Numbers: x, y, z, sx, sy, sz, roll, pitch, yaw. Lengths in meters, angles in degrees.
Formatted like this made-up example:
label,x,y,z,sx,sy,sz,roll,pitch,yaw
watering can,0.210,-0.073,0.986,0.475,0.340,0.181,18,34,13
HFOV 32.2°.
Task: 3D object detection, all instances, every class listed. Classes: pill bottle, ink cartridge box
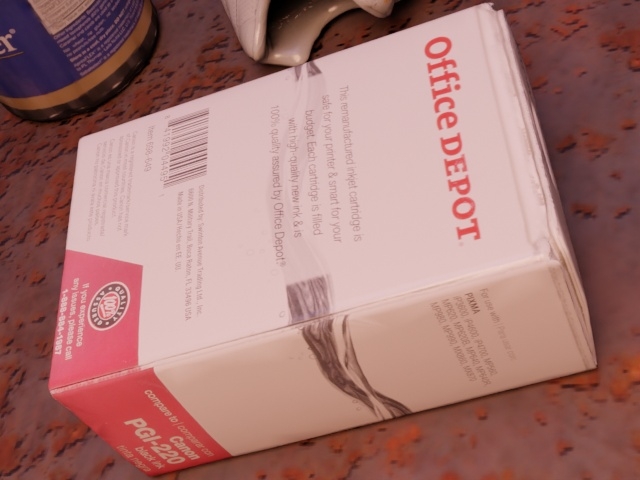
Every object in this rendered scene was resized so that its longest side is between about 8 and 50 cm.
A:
label,x,y,z,sx,sy,sz,roll,pitch,yaw
pill bottle,-0.198,-0.185,0.668,0.123,0.219,0.122,-14,49,16
ink cartridge box,0.000,0.000,0.507,0.218,0.092,0.158,-17,48,15

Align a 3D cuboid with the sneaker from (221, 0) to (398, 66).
label,x,y,z,sx,sy,sz,roll,pitch,yaw
sneaker,0.044,-0.192,0.623,0.262,0.099,0.121,-37,54,31
